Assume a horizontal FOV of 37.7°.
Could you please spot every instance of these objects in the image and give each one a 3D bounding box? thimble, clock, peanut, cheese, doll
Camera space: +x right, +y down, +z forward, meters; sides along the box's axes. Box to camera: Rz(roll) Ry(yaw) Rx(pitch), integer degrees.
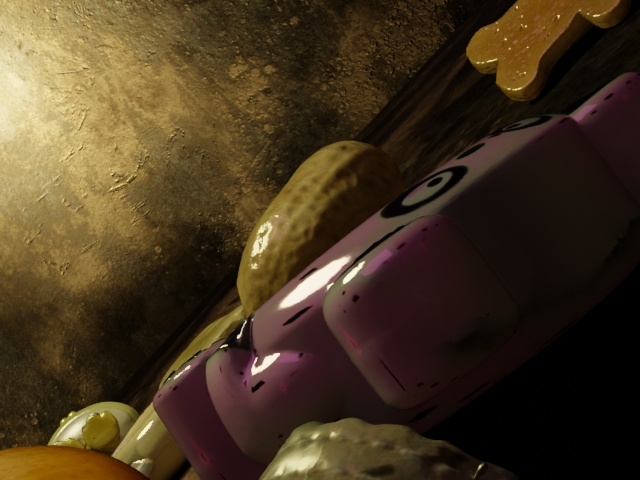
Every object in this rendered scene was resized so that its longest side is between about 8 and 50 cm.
[{"bbox_3d":[0.018,0.107,0.324,0.110,0.084,0.062,-29,19,46],"label":"thimble"},{"bbox_3d":[0.047,0.027,0.447,0.227,0.090,0.248,-34,-5,-31],"label":"clock"},{"bbox_3d":[0.000,0.000,0.988,0.122,0.137,0.253,14,47,29],"label":"peanut"},{"bbox_3d":[-0.179,0.227,0.984,0.137,0.064,0.227,-48,4,19],"label":"cheese"},{"bbox_3d":[-0.301,0.276,1.245,0.141,0.117,0.296,-46,6,-17],"label":"doll"}]

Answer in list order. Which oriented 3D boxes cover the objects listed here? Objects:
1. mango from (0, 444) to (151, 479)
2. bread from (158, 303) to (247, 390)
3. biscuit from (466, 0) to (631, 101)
[{"bbox_3d":[-0.178,0.210,0.542,0.350,0.201,0.199,-22,42,56],"label":"mango"},{"bbox_3d":[-0.130,0.147,1.178,0.139,0.060,0.178,-51,8,-26],"label":"bread"},{"bbox_3d":[0.259,-0.248,0.963,0.240,0.035,0.158,-45,37,18],"label":"biscuit"}]
